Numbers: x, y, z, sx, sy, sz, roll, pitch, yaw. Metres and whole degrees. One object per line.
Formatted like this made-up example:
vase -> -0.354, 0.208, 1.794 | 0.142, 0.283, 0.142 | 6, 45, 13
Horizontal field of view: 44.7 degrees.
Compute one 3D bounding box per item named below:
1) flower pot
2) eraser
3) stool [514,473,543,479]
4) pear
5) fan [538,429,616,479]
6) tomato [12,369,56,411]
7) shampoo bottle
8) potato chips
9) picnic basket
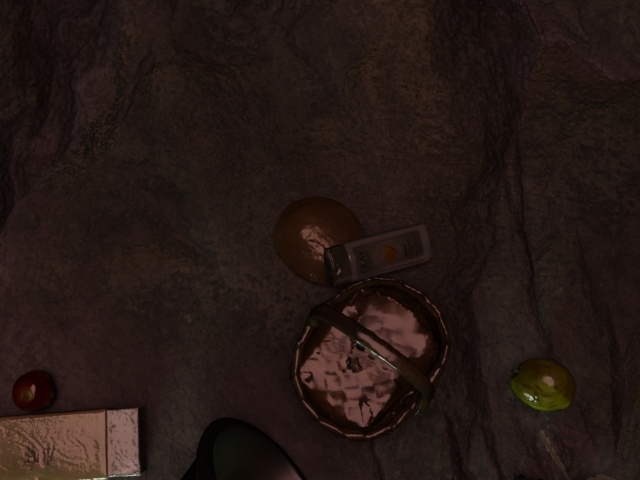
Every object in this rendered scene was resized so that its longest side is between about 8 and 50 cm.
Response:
flower pot -> -0.169, 0.553, 1.459 | 0.251, 0.379, 0.379 | -40, 80, 13
eraser -> -0.530, 0.419, 1.582 | 0.343, 0.078, 0.144 | -5, 79, -1
stool -> 0.419, 0.530, 1.554 | 0.096, 0.096, 0.110 | 16, 74, 3
pear -> 0.458, 0.294, 1.598 | 0.131, 0.107, 0.107 | 24, 79, 1
fan -> 0.513, 0.506, 1.549 | 0.191, 0.009, 0.329 | -38, 100, -17
tomato -> -0.593, 0.311, 1.606 | 0.087, 0.075, 0.087 | 0, 81, 2
shampoo bottle -> 0.121, 0.030, 1.647 | 0.227, 0.056, 0.086 | -13, 100, -18
potato chips -> 0.000, -0.001, 1.682 | 0.195, 0.062, 0.208 | -15, 77, -5
picnic basket -> 0.098, 0.221, 1.506 | 0.293, 0.337, 0.337 | 36, 80, 7
